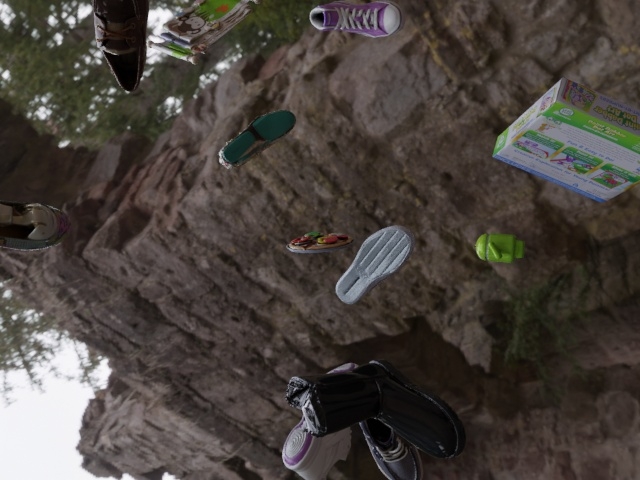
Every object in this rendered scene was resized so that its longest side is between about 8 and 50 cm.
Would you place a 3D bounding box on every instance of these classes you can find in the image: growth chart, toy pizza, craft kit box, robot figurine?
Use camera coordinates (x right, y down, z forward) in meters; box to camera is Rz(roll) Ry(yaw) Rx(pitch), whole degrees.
[{"bbox_3d":[-0.229,-0.430,1.268,0.237,0.172,0.021,-52,-34,-26],"label":"growth chart"},{"bbox_3d":[0.000,0.000,1.891,0.201,0.201,0.032,-21,-71,-54],"label":"toy pizza"},{"bbox_3d":[0.481,-0.172,1.179,0.250,0.246,0.060,22,-105,-5],"label":"craft kit box"},{"bbox_3d":[0.419,0.017,1.520,0.101,0.115,0.067,-3,-82,-70],"label":"robot figurine"}]

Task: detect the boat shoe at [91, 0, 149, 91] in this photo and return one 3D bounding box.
[{"bbox_3d":[-0.442,-0.465,1.439,0.123,0.342,0.123,-1,-116,-13],"label":"boat shoe"}]

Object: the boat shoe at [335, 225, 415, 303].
[{"bbox_3d":[0.110,0.037,1.255,0.083,0.226,0.076,51,-139,6],"label":"boat shoe"}]

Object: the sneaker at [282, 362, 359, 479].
[{"bbox_3d":[0.023,0.441,1.573,0.152,0.114,0.305,50,-123,-27],"label":"sneaker"}]

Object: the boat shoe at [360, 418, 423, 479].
[{"bbox_3d":[0.186,0.564,1.780,0.340,0.127,0.158,60,-176,-6],"label":"boat shoe"}]

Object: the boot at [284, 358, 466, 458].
[{"bbox_3d":[0.081,0.287,1.047,0.207,0.246,0.094,-7,-62,-35],"label":"boot"}]

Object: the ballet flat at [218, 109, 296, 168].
[{"bbox_3d":[-0.174,-0.273,1.746,0.241,0.077,0.091,-34,-93,-15],"label":"ballet flat"}]

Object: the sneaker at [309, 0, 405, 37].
[{"bbox_3d":[0.095,-0.635,1.870,0.161,0.282,0.102,-27,-57,-44],"label":"sneaker"}]

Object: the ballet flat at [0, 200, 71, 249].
[{"bbox_3d":[-0.458,-0.030,0.948,0.222,0.079,0.076,5,-112,-49],"label":"ballet flat"}]
